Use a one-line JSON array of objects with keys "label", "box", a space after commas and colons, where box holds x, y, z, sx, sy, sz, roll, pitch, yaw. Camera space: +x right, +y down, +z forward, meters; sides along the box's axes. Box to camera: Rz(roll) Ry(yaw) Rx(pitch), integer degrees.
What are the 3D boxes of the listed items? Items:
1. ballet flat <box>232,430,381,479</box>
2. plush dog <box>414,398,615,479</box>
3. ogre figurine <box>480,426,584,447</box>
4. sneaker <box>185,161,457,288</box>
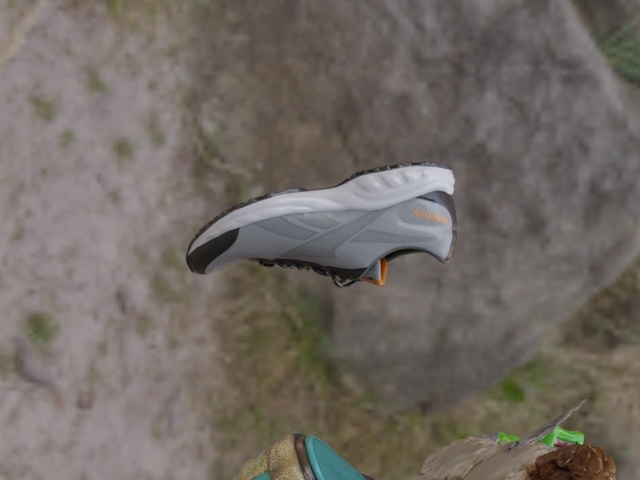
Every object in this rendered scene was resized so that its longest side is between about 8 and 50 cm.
[{"label": "ballet flat", "box": [0.026, 0.281, 1.671, 0.348, 0.123, 0.123, 40, 55, -50]}, {"label": "plush dog", "box": [0.161, 0.260, 1.190, 0.225, 0.210, 0.262, 58, 34, -8]}, {"label": "ogre figurine", "box": [0.222, 0.225, 1.599, 0.097, 0.197, 0.118, -47, 131, 8]}, {"label": "sneaker", "box": [0.000, 0.000, 1.650, 0.100, 0.271, 0.108, 4, 74, -76]}]
